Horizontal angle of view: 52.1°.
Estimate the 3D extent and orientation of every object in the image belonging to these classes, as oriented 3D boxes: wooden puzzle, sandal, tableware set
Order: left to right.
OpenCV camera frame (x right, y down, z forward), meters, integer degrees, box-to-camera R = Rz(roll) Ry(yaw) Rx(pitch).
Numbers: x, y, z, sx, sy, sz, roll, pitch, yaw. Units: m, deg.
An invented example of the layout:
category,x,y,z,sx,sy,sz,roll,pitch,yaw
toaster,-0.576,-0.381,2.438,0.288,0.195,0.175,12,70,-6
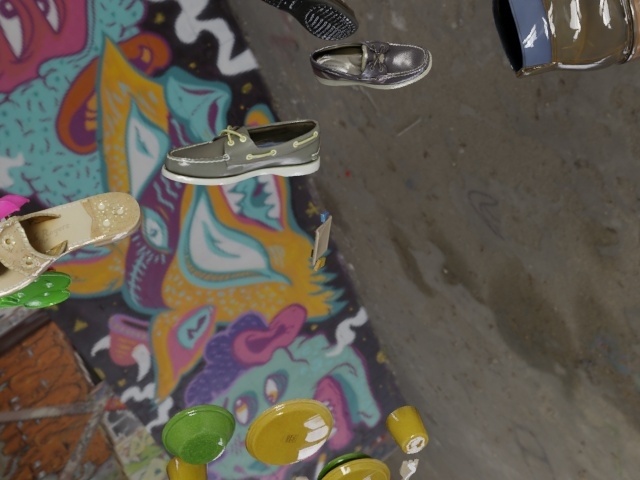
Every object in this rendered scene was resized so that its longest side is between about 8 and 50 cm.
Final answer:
category,x,y,z,sx,sy,sz,roll,pitch,yaw
sandal,-0.329,-0.008,0.760,0.088,0.240,0.079,61,161,14
tableware set,-0.012,0.120,0.366,0.024,0.154,0.104,-119,34,-52
wooden puzzle,0.000,0.000,1.119,0.014,0.078,0.116,16,113,13

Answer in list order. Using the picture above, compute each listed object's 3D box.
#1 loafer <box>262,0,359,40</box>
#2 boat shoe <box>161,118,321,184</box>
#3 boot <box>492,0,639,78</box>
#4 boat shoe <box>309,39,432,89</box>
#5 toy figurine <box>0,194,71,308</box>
category,x,y,z,sx,sy,sz,roll,pitch,yaw
loafer,-0.019,-0.421,1.118,0.220,0.078,0.080,21,151,-38
boat shoe,-0.137,-0.165,1.182,0.109,0.305,0.091,48,139,46
boot,0.177,-0.233,0.515,0.082,0.106,0.219,76,176,-81
boat shoe,0.111,-0.412,1.513,0.092,0.285,0.103,15,-102,-74
toy figurine,-0.455,0.009,0.995,0.173,0.130,0.159,79,171,-75
